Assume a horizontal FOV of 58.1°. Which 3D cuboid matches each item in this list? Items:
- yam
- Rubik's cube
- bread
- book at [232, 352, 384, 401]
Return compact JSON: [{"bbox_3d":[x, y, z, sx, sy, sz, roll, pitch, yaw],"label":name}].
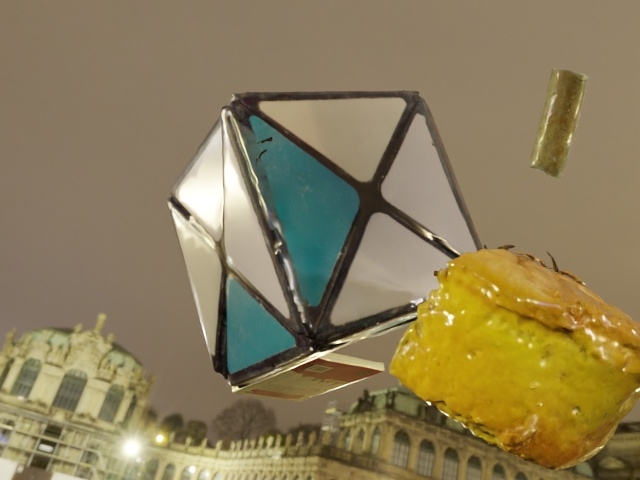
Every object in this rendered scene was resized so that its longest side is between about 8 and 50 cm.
[{"bbox_3d":[0.585,-0.287,1.422,0.093,0.259,0.093,11,10,-2],"label":"yam"},{"bbox_3d":[0.000,0.000,0.776,0.307,0.310,0.305,-11,-12,-35],"label":"Rubik's cube"},{"bbox_3d":[0.199,0.110,0.493,0.260,0.160,0.147,28,11,-44],"label":"bread"},{"bbox_3d":[-0.024,0.242,1.013,0.162,0.022,0.232,20,-37,-37],"label":"book"}]
